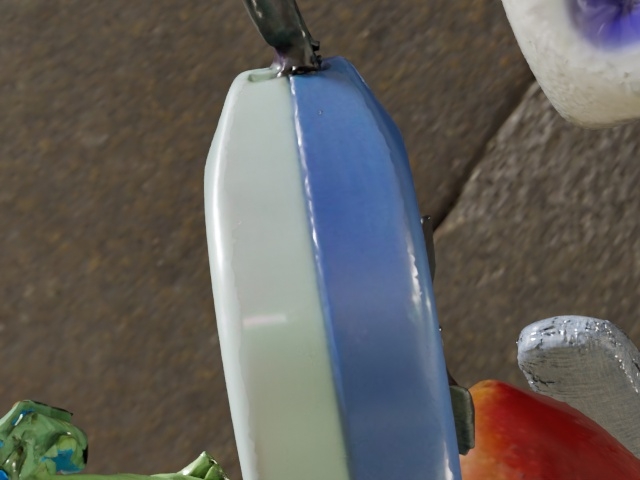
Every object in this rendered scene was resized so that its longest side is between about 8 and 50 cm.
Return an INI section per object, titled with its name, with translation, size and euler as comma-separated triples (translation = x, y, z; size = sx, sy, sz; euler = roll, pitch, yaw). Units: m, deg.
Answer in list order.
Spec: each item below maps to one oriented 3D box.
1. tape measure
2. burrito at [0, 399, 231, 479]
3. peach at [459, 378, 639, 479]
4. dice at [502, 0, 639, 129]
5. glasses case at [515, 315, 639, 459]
[tape measure]
translation = 0.000, 0.000, 0.765
size = 0.098, 0.215, 0.351
euler = -10, 144, 3
[burrito]
translation = -0.144, 0.125, 0.887
size = 0.054, 0.288, 0.104
euler = -20, 72, 48
[peach]
translation = 0.106, 0.243, 1.131
size = 0.308, 0.308, 0.332
euler = -3, 104, 27
[dice]
translation = 0.288, -0.263, 1.412
size = 0.304, 0.277, 0.304
euler = -16, 93, 21
[glasses case]
translation = 0.276, 0.156, 1.864
size = 0.109, 0.067, 0.282
euler = -5, 147, 27
